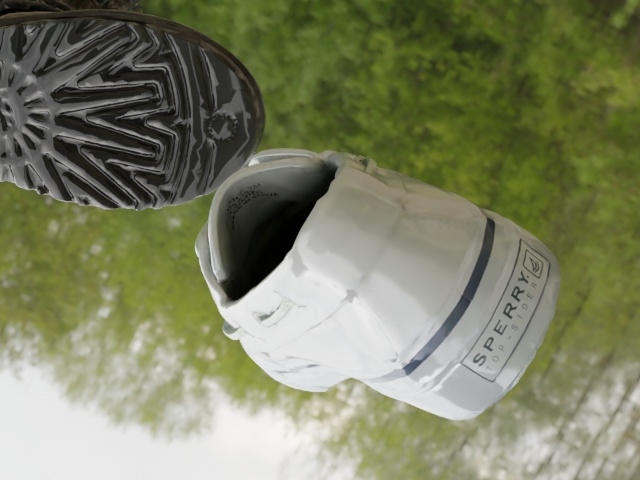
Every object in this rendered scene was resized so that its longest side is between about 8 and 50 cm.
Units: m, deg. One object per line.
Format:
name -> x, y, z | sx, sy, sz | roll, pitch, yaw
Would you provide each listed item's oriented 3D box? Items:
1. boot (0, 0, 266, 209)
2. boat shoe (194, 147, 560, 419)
boot -> -0.173, -0.138, 1.046 | 0.348, 0.131, 0.260 | 7, -155, 17
boat shoe -> 0.000, 0.000, 0.451 | 0.076, 0.083, 0.226 | 33, 169, -14
